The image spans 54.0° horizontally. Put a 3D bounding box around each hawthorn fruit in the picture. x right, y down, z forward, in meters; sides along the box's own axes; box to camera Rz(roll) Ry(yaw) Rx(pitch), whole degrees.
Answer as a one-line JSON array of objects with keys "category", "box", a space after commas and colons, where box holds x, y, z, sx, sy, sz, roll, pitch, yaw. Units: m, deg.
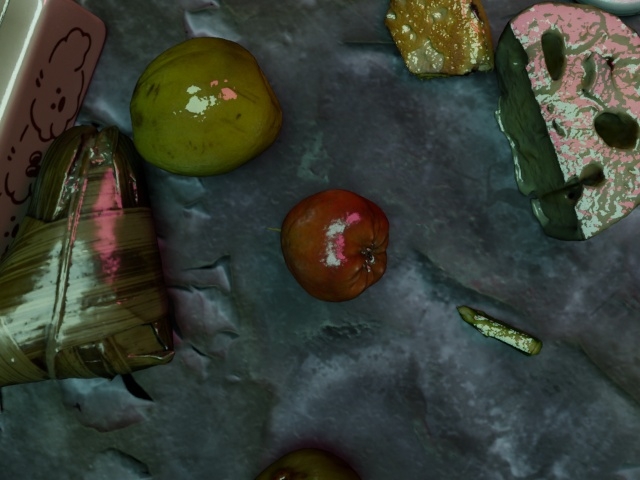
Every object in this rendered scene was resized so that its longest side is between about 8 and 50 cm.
[{"category": "hawthorn fruit", "box": [0.016, 0.001, 0.690, 0.125, 0.140, 0.125, -8, 111, -20]}]

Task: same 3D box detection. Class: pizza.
[{"category": "pizza", "box": [0.127, -0.240, 0.690, 0.099, 0.035, 0.160, -32, 84, 32]}]

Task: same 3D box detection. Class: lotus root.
[{"category": "lotus root", "box": [0.266, -0.123, 0.652, 0.138, 0.119, 0.235, -13, 90, 6]}]

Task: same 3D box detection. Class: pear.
[{"category": "pear", "box": [-0.126, -0.141, 0.673, 0.162, 0.149, 0.149, -16, 92, -1]}]

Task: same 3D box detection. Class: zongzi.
[{"category": "zongzi", "box": [-0.321, 0.027, 0.678, 0.288, 0.134, 0.286, -10, 88, -17]}]

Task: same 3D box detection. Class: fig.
[{"category": "fig", "box": [0.004, 0.322, 0.703, 0.142, 0.148, 0.186, -50, 127, -8]}]

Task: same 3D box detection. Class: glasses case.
[{"category": "glasses case", "box": [-0.353, -0.114, 0.700, 0.076, 0.144, 0.337, 23, 96, 5]}]

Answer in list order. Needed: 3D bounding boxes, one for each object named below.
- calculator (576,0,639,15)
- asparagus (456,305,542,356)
[{"category": "calculator", "box": [0.310, -0.389, 0.669, 0.183, 0.042, 0.296, -16, 92, 6]}, {"category": "asparagus", "box": [0.204, 0.103, 0.718, 0.108, 0.021, 0.025, 26, 96, 4]}]
